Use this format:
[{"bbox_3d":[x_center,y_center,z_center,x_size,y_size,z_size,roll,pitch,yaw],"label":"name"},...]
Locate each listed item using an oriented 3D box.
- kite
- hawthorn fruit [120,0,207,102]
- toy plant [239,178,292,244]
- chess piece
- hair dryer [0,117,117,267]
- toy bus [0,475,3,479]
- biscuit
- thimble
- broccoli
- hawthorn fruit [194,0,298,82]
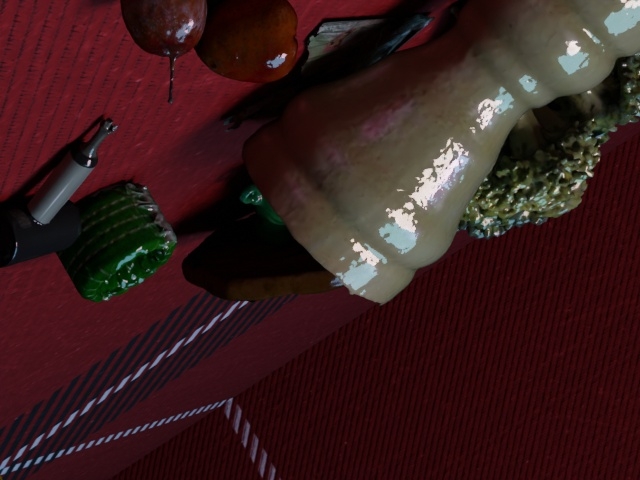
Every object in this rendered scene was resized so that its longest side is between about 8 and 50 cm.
[{"bbox_3d":[0.011,-0.182,1.736,0.268,0.013,0.323,-30,168,-15],"label":"kite"},{"bbox_3d":[-0.112,-0.154,1.214,0.067,0.103,0.067,-10,-178,0],"label":"hawthorn fruit"},{"bbox_3d":[-0.028,-0.056,1.981,0.200,0.105,0.143,-12,146,-38],"label":"toy plant"},{"bbox_3d":[0.154,-0.156,1.683,0.442,0.234,0.234,-41,168,16],"label":"chess piece"},{"bbox_3d":[-0.239,-0.051,1.536,0.198,0.057,0.100,-45,166,35],"label":"hair dryer"},{"bbox_3d":[-0.408,0.232,1.601,0.145,0.331,0.151,-34,167,14],"label":"toy bus"},{"bbox_3d":[0.000,0.000,2.059,0.359,0.046,0.359,-11,-164,3],"label":"biscuit"},{"bbox_3d":[-0.218,0.002,1.733,0.130,0.090,0.118,-37,168,29],"label":"thimble"},{"bbox_3d":[0.237,-0.147,1.905,0.375,0.249,0.302,-24,173,-6],"label":"broccoli"},{"bbox_3d":[-0.066,-0.172,1.377,0.093,0.081,0.081,0,166,-6],"label":"hawthorn fruit"}]
